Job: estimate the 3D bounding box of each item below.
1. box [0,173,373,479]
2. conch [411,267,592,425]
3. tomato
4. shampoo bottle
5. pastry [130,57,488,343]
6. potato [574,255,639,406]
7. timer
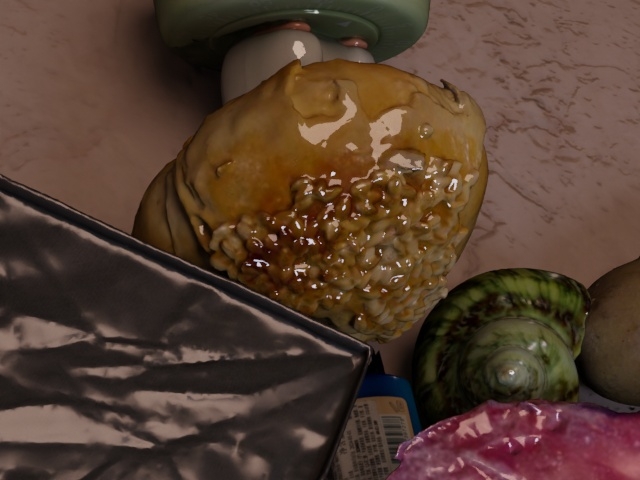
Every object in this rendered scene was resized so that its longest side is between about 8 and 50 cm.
[{"bbox_3d":[-0.163,0.159,1.092,0.345,0.204,0.251,24,50,-1],"label":"box"},{"bbox_3d":[0.163,0.098,1.289,0.124,0.181,0.187,39,88,-27],"label":"conch"},{"bbox_3d":[0.164,0.280,1.137,0.289,0.176,0.335,24,55,8],"label":"tomato"},{"bbox_3d":[0.047,0.175,1.257,0.087,0.050,0.183,-2,55,-15],"label":"shampoo bottle"},{"bbox_3d":[0.000,0.000,1.202,0.284,0.315,0.184,17,45,-44],"label":"pastry"},{"bbox_3d":[0.345,0.077,1.377,0.262,0.165,0.165,-26,66,-39],"label":"potato"},{"bbox_3d":[-0.022,-0.165,1.392,0.290,0.291,0.315,1,77,-19],"label":"timer"}]
